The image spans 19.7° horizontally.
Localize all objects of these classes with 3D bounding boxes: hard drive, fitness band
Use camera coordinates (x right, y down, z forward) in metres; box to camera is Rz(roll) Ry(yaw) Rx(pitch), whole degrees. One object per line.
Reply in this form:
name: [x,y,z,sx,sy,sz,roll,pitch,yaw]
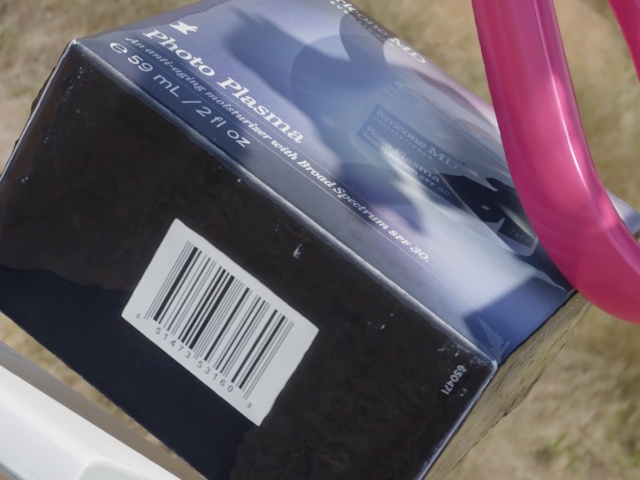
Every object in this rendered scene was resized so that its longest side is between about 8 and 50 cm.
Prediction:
hard drive: [-0.189,0.092,1.086,0.307,0.040,0.203,30,-3,34]
fitness band: [0.174,-0.087,1.098,0.209,0.054,0.291,10,62,-46]

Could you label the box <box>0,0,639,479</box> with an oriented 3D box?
box: [0.000,0.000,1.114,0.296,0.183,0.294,38,27,11]
